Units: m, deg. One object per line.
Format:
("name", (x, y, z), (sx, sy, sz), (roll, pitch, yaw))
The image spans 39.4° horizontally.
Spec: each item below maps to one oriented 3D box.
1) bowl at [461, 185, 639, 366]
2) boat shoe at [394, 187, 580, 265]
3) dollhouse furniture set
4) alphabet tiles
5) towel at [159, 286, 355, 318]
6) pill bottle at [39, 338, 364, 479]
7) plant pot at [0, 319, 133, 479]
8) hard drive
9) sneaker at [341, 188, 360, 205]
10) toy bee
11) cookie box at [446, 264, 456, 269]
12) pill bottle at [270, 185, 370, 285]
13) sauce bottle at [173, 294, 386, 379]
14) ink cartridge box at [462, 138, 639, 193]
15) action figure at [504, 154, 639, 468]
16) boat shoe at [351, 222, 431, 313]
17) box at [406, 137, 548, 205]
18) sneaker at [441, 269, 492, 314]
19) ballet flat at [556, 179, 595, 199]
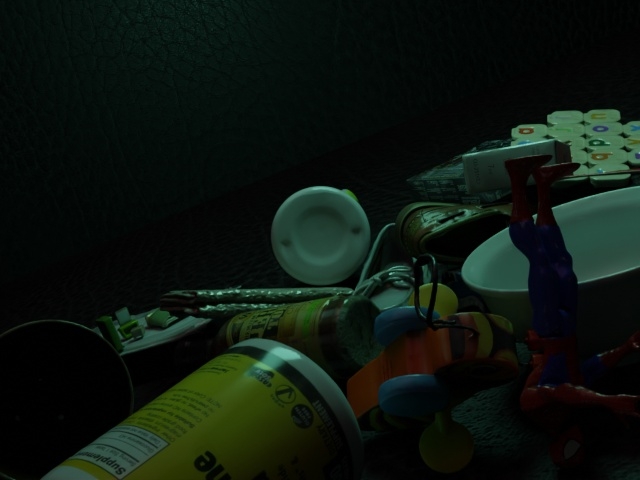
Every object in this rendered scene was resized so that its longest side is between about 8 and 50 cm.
("bowl", (0.318, 0.050, 0.989), (0.298, 0.134, 0.298), (-19, 12, 4))
("boat shoe", (0.268, -0.006, 1.311), (0.307, 0.110, 0.104), (-8, 18, -13))
("dollhouse furniture set", (-0.304, 0.128, 1.528), (0.152, 0.058, 0.076), (-29, 15, -33))
("alphabet tiles", (0.501, -0.177, 1.684), (0.278, 0.021, 0.284), (0, 34, 14))
("towel", (-0.098, 0.099, 1.411), (0.282, 0.049, 0.187), (0, -3, -26))
("pill bottle", (-0.128, 0.240, 0.779), (0.188, 0.188, 0.334), (-7, 19, 46))
("plant pot", (-0.391, 0.231, 1.259), (0.215, 0.215, 0.230), (-26, -1, -24))
("hard drive", (-0.312, 0.184, 1.592), (0.339, 0.064, 0.237), (-18, 13, 17))
("sneaker", (0.023, -0.028, 1.949), (0.126, 0.091, 0.240), (-36, 8, 18))
("toy bee", (0.134, 0.131, 0.885), (0.162, 0.195, 0.298), (7, -11, -11))
("cookie box", (0.258, 0.004, 1.488), (0.107, 0.040, 0.092), (-18, 13, 13))
("pill bottle", (0.000, 0.000, 1.543), (0.160, 0.160, 0.283), (-21, -3, -1))
("sauce bottle", (-0.070, 0.149, 1.244), (0.344, 0.111, 0.111), (-14, 14, 38))
("ink cartridge box", (0.379, -0.122, 1.400), (0.261, 0.066, 0.296), (-8, 2, 19))
("action figure", (0.240, 0.062, 0.791), (0.139, 0.280, 0.091), (-5, -7, 43))
("boat shoe", (0.103, 0.063, 1.342), (0.118, 0.103, 0.320), (-16, 13, 18))
("box", (0.364, -0.142, 1.854), (0.242, 0.076, 0.307), (-27, 14, -25))
("sneaker", (0.242, 0.060, 1.228), (0.083, 0.071, 0.191), (-19, 12, -17))
("ballet flat", (0.367, -0.049, 1.470), (0.188, 0.070, 0.070), (-14, 12, -4))
